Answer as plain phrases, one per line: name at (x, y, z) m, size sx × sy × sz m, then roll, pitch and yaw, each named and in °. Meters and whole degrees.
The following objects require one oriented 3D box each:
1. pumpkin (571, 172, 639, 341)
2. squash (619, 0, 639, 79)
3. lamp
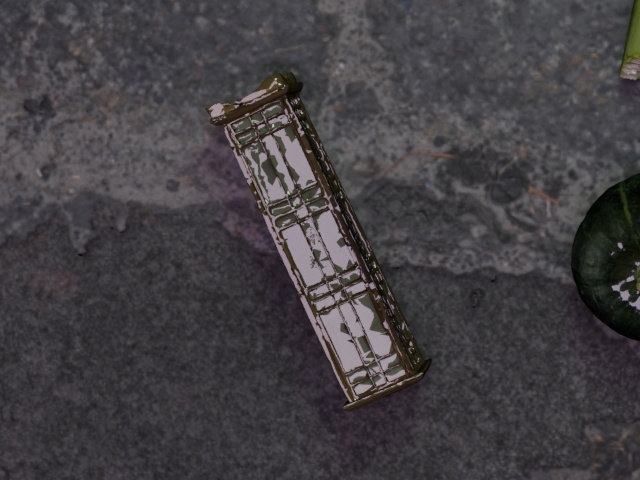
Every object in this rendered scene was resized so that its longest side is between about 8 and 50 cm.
pumpkin at (0.321, 0.017, 1.823) m, size 0.167 × 0.125 × 0.167 m, roll 0°, pitch 89°, yaw 7°
squash at (0.339, -0.268, 1.815) m, size 0.083 × 0.083 × 0.250 m, roll 13°, pitch 98°, yaw 8°
lamp at (0.000, 0.000, 1.890) m, size 0.089 × 0.090 × 0.325 m, roll -25°, pitch 90°, yaw 11°
